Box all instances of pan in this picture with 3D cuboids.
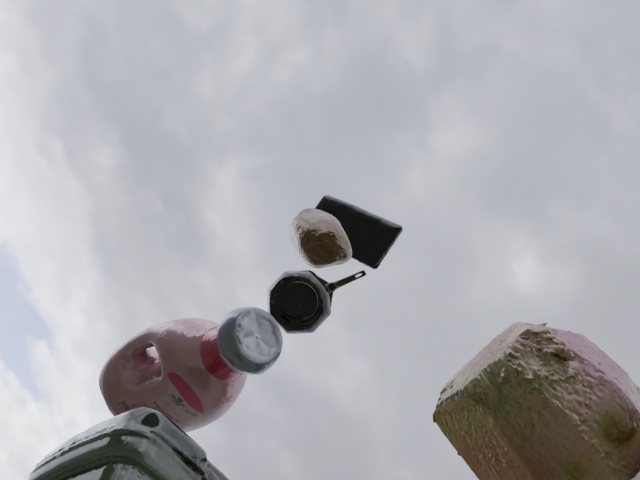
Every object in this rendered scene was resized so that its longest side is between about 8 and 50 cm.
[{"bbox_3d":[-0.018,0.094,1.303,0.128,0.202,0.048,42,-7,4],"label":"pan"}]

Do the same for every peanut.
[{"bbox_3d":[0.000,0.000,0.930,0.152,0.076,0.076,-123,-156,-63],"label":"peanut"}]

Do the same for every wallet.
[{"bbox_3d":[0.068,-0.027,1.549,0.244,0.124,0.025,26,-16,37],"label":"wallet"}]

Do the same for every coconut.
[{"bbox_3d":[0.292,0.237,0.825,0.245,0.233,0.233,48,-45,11],"label":"coconut"}]

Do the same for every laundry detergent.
[{"bbox_3d":[-0.176,0.172,0.863,0.335,0.088,0.159,-32,-80,42],"label":"laundry detergent"}]

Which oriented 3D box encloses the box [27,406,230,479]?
[{"bbox_3d":[-0.124,0.241,0.482,0.148,0.129,0.210,-29,-67,26],"label":"box"}]
